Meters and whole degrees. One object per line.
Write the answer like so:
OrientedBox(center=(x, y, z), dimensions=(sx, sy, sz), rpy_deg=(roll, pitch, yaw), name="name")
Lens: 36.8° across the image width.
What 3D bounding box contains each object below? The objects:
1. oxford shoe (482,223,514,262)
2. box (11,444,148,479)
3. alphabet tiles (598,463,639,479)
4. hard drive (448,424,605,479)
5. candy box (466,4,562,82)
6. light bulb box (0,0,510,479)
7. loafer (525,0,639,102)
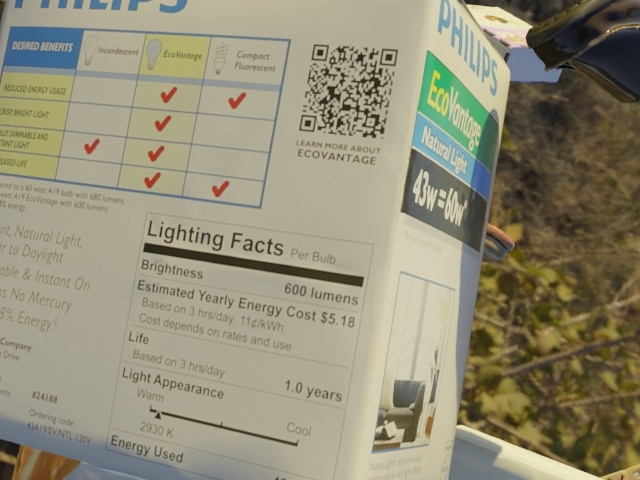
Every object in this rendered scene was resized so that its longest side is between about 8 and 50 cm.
OrientedBox(center=(0.172, 0.025, 1.652), dimensions=(0.123, 0.348, 0.130), rpy_deg=(40, 65, -36), name="oxford shoe")
OrientedBox(center=(-0.258, 0.255, 1.214), dimensions=(0.168, 0.345, 0.215), rpy_deg=(22, 51, -22), name="box")
OrientedBox(center=(0.390, 0.319, 0.995), dimensions=(0.237, 0.198, 0.009), rpy_deg=(-20, 168, 2), name="alphabet tiles")
OrientedBox(center=(0.245, 0.326, 0.824), dimensions=(0.047, 0.353, 0.233), rpy_deg=(-7, 108, -49), name="hard drive")
OrientedBox(center=(0.321, -0.358, 1.739), dimensions=(0.165, 0.196, 0.070), rpy_deg=(-7, 127, -38), name="candy box")
OrientedBox(center=(-0.069, -0.006, 0.749), dimensions=(0.225, 0.358, 0.361), rpy_deg=(20, 79, -66), name="light bulb box")
OrientedBox(center=(0.244, -0.149, 0.752), dimensions=(0.220, 0.080, 0.078), rpy_deg=(-12, 82, -44), name="loafer")
